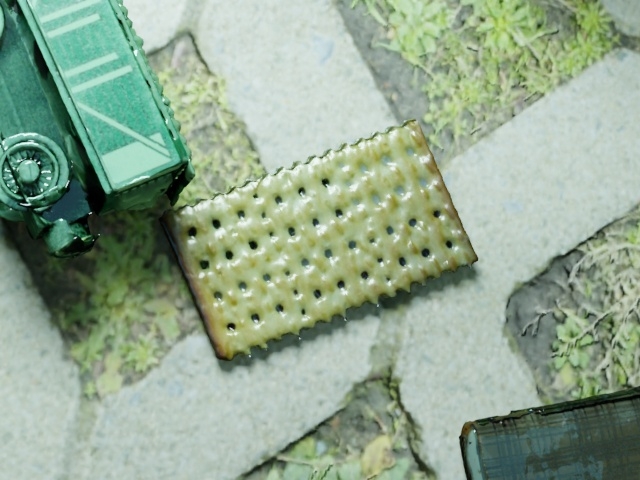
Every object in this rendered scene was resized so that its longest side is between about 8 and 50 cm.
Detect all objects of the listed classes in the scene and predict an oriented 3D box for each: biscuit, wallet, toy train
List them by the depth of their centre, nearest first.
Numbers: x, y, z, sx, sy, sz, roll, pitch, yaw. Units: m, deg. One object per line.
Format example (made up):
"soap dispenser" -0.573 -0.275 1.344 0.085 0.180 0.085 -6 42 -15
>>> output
"toy train" -0.213 -0.121 1.004 0.154 0.115 0.269 -24 86 -20
"biscuit" 0.000 0.000 1.066 0.231 0.016 0.139 -22 86 -11
"wallet" 0.279 0.200 1.071 0.317 0.044 0.169 -10 80 -12
